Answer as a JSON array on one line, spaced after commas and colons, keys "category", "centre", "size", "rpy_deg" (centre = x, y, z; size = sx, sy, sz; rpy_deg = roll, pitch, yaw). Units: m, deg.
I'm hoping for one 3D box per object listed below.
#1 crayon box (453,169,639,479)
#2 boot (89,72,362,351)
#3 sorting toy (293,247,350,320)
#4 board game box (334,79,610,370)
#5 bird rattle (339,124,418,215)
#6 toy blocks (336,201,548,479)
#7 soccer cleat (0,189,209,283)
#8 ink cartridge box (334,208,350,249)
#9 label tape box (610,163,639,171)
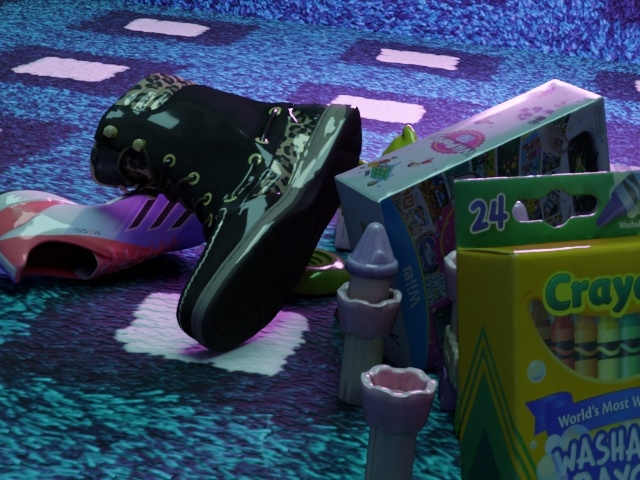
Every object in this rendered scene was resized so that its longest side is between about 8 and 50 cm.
[{"category": "crayon box", "centre": [0.211, 0.109, 1.051], "size": [0.203, 0.323, 0.083], "rpy_deg": [-5, 5, -28]}, {"category": "boot", "centre": [-0.143, -0.052, 1.574], "size": [0.284, 0.138, 0.377], "rpy_deg": [17, 54, 20]}, {"category": "sorting toy", "centre": [0.000, 0.000, 1.671], "size": [0.127, 0.126, 0.365], "rpy_deg": [-11, 25, -41]}, {"category": "board game box", "centre": [0.181, -0.018, 1.485], "size": [0.303, 0.224, 0.097], "rpy_deg": [-25, 31, -21]}, {"category": "bird rattle", "centre": [0.143, -0.026, 1.687], "size": [0.143, 0.207, 0.253], "rpy_deg": [-42, 47, -16]}, {"category": "toy blocks", "centre": [0.179, 0.080, 1.253], "size": [0.308, 0.260, 0.288], "rpy_deg": [3, 17, -6]}, {"category": "soccer cleat", "centre": [-0.260, 0.002, 1.663], "size": [0.318, 0.109, 0.116], "rpy_deg": [-1, 43, -35]}, {"category": "ink cartridge box", "centre": [0.137, -0.040, 1.887], "size": [0.219, 0.093, 0.160], "rpy_deg": [6, 18, 3]}, {"category": "label tape box", "centre": [0.525, -0.016, 1.890], "size": [0.347, 0.115, 0.249], "rpy_deg": [5, 20, 3]}]
